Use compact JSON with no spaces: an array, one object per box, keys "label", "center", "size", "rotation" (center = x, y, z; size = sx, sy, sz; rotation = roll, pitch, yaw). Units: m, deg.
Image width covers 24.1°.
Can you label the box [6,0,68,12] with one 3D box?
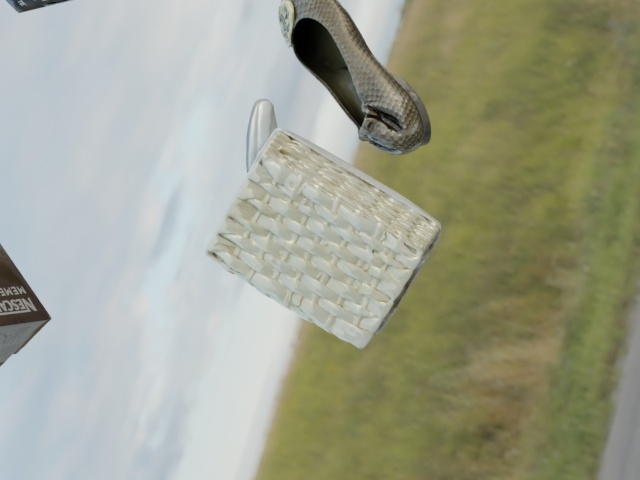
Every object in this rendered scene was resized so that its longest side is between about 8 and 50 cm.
[{"label":"box","center":[-0.266,-0.307,1.386],"size":[0.220,0.175,0.051],"rotation":[48,-140,-51]}]

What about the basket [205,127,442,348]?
[{"label":"basket","center":[0.000,0.000,1.220],"size":[0.113,0.167,0.103],"rotation":[-59,-2,16]}]

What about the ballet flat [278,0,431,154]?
[{"label":"ballet flat","center":[0.017,-0.159,1.398],"size":[0.250,0.058,0.084],"rotation":[52,156,38]}]

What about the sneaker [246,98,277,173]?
[{"label":"sneaker","center":[-0.039,-0.056,1.390],"size":[0.054,0.061,0.152],"rotation":[-132,38,-87]}]

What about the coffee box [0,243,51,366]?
[{"label":"coffee box","center":[-0.403,0.063,1.478],"size":[0.098,0.141,0.246],"rotation":[-42,-17,22]}]
